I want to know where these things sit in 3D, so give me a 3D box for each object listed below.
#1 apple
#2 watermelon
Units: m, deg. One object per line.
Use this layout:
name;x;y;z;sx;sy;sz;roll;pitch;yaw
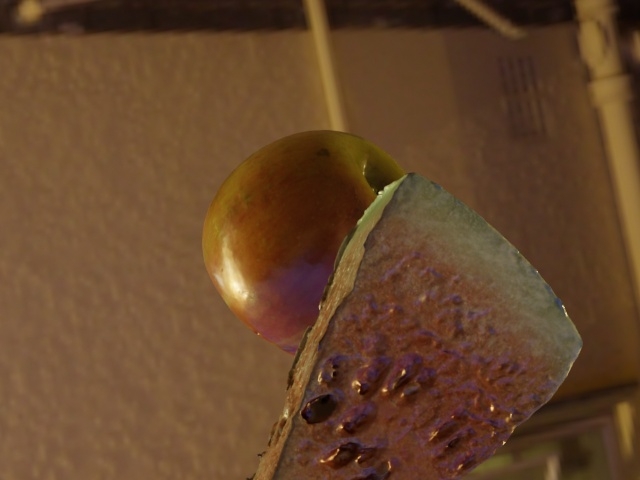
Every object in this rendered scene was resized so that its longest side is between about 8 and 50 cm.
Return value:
apple;0.000;0.000;1.349;0.196;0.196;0.196;-11;177;-1
watermelon;0.034;0.100;0.938;0.241;0.154;0.094;-53;-176;-14
